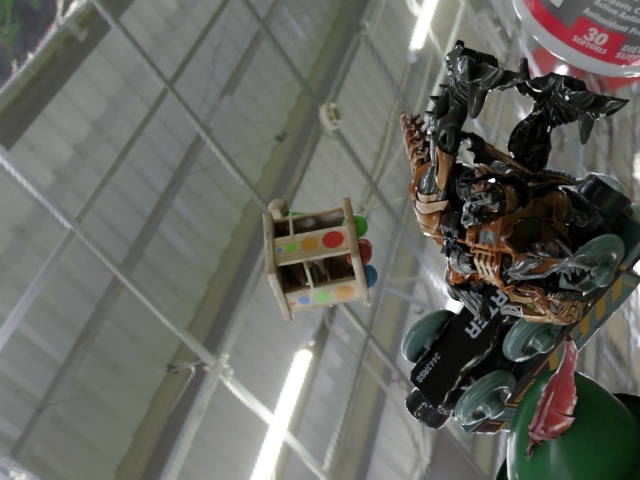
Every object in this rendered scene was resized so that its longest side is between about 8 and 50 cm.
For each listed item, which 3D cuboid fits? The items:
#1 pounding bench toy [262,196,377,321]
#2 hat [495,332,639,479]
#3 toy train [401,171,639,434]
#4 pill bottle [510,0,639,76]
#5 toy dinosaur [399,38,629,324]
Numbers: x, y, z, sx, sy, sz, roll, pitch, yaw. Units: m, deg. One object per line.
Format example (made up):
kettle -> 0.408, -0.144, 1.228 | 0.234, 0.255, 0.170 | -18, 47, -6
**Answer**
pounding bench toy -> 0.000, 0.000, 0.523 | 0.052, 0.065, 0.083 | 73, -173, -47
hat -> 0.197, 0.138, 0.730 | 0.183, 0.208, 0.173 | 51, -141, -12
toy train -> 0.230, 0.077, 0.877 | 0.190, 0.334, 0.142 | 17, -156, -47
pill bottle -> 0.253, -0.260, 0.525 | 0.318, 0.176, 0.176 | 106, 164, -70
toy dinosaur -> 0.142, -0.057, 0.730 | 0.164, 0.322, 0.218 | -5, -58, -43
